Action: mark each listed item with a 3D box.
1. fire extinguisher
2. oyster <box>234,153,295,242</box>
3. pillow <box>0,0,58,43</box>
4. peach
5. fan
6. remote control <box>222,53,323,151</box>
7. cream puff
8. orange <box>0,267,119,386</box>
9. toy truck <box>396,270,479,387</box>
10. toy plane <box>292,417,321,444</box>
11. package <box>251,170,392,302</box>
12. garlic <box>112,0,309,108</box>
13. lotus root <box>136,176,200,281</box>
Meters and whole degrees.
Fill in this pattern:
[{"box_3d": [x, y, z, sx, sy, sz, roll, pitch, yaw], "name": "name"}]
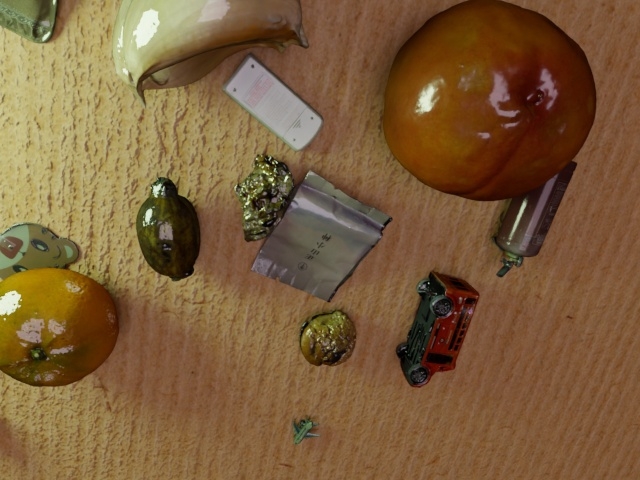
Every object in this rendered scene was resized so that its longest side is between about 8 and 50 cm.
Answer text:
[{"box_3d": [0.440, -0.050, 0.987, 0.105, 0.105, 0.268, 13, 107, -13], "name": "fire extinguisher"}, {"box_3d": [-0.117, -0.078, 0.899, 0.105, 0.056, 0.177, 32, 112, 13], "name": "oyster"}, {"box_3d": [-0.465, -0.433, 0.734, 0.130, 0.033, 0.217, 27, 116, -25], "name": "pillow"}, {"box_3d": [0.275, -0.228, 0.792, 0.343, 0.301, 0.342, -3, 111, -8], "name": "peach"}, {"box_3d": [-0.598, 0.012, 0.895, 0.227, 0.008, 0.152, 37, 101, -19], "name": "fan"}, {"box_3d": [-0.084, -0.253, 0.872, 0.190, 0.029, 0.087, 37, 100, -18], "name": "remote control"}, {"box_3d": [0.020, 0.219, 1.016, 0.133, 0.104, 0.119, -33, 104, 2], "name": "cream puff"}, {"box_3d": [-0.509, 0.166, 0.872, 0.240, 0.171, 0.240, -3, 112, -8], "name": "orange"}, {"box_3d": [0.260, 0.206, 1.042, 0.114, 0.107, 0.252, 10, 107, -11], "name": "toy truck"}, {"box_3d": [-0.041, 0.462, 1.124, 0.080, 0.033, 0.083, 31, 108, -18], "name": "toy plane"}, {"box_3d": [0.000, 0.000, 0.964, 0.204, 0.062, 0.250, 27, 116, -17], "name": "package"}, {"box_3d": [-0.182, -0.337, 0.718, 0.313, 0.286, 0.249, -14, 145, -7], "name": "garlic"}, {"box_3d": [-0.287, -0.017, 0.875, 0.120, 0.120, 0.209, -7, 112, -7], "name": "lotus root"}]
